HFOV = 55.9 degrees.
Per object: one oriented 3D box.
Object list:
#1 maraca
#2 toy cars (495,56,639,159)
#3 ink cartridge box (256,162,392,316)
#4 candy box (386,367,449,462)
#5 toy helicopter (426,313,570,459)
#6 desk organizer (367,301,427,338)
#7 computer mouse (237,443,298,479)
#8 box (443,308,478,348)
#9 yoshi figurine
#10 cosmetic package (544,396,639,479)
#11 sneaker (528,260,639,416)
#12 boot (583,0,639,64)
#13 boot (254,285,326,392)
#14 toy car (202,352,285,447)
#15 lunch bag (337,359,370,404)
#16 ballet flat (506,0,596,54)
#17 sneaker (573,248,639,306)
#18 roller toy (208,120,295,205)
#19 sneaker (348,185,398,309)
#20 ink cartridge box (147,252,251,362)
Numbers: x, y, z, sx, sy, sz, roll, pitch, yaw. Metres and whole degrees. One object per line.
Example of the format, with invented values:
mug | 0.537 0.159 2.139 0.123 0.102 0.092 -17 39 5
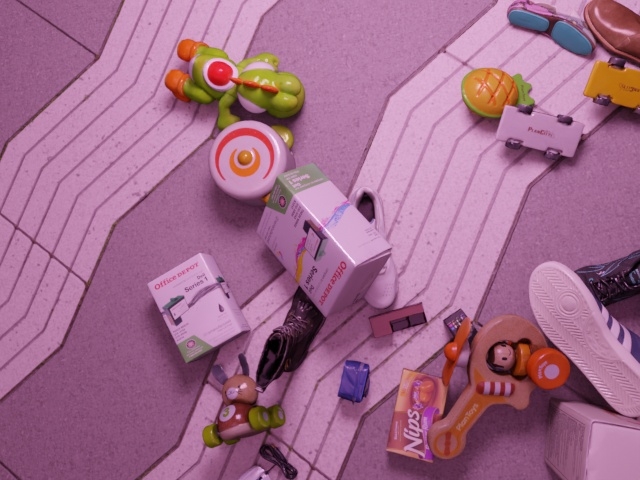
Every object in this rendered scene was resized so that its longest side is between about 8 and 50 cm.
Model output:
maraca | 0.412 -0.343 1.401 0.186 0.099 0.127 -2 78 -15
toy cars | 0.584 -0.299 1.365 0.394 0.087 0.176 -26 107 10
ink cartridge box | 0.000 0.000 1.347 0.117 0.201 0.278 -24 63 -37
candy box | 0.221 0.395 1.371 0.109 0.053 0.186 13 84 10
toy helicopter | 0.334 0.311 1.290 0.235 0.140 0.355 33 96 -11
desk organizer | 0.181 0.185 1.404 0.130 0.047 0.050 -17 83 7
computer mouse | -0.154 0.574 1.419 0.193 0.042 0.106 -45 80 2
box | 0.323 0.202 1.369 0.052 0.062 0.083 -36 79 5
yoshi figurine | -0.187 -0.379 1.493 0.362 0.203 0.203 21 47 25
cosmetic package | 0.546 0.411 1.189 0.129 0.296 0.153 8 86 9
sneaker | 0.577 0.192 1.265 0.131 0.148 0.350 -43 70 38
boot | 0.730 -0.455 1.341 0.305 0.115 0.112 43 84 10
boot | -0.062 0.204 1.349 0.091 0.229 0.262 18 87 11
toy car | -0.194 0.365 1.408 0.155 0.149 0.188 -25 69 16
lunch bag | 0.081 0.329 1.394 0.065 0.067 0.098 11 87 11
ballet flat | 0.549 -0.514 1.412 0.222 0.077 0.079 28 69 12
sneaker | 0.638 0.084 1.310 0.268 0.106 0.101 -28 81 7
roller toy | -0.164 -0.182 1.451 0.191 0.146 0.209 -1 84 10
sneaker | 0.111 0.014 1.393 0.111 0.129 0.296 -12 83 5
ink cartridge box | -0.295 0.161 1.463 0.160 0.092 0.219 -31 80 5
